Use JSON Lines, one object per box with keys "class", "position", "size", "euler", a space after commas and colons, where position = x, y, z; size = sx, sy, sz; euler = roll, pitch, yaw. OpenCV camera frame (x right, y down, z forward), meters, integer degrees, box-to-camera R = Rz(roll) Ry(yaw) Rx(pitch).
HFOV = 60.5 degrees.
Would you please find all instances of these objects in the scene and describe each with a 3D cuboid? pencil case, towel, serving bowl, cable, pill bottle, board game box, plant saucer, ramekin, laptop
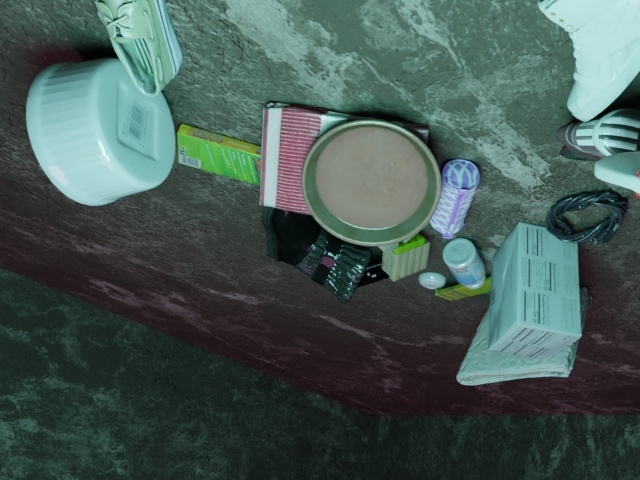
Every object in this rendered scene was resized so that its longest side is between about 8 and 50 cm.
{"class": "pencil case", "position": [0.289, -0.088, 1.198], "size": [0.086, 0.088, 0.206], "euler": [6, 151, 7]}
{"class": "towel", "position": [0.564, 0.264, 1.519], "size": [0.317, 0.332, 0.053], "euler": [-19, 110, 44]}
{"class": "serving bowl", "position": [0.336, 0.126, 1.649], "size": [0.083, 0.027, 0.083], "euler": [9, 153, 4]}
{"class": "towel", "position": [0.040, -0.148, 1.127], "size": [0.328, 0.037, 0.237], "euler": [10, 123, 5]}
{"class": "cable", "position": [0.580, -0.055, 1.200], "size": [0.150, 0.047, 0.184], "euler": [13, 151, 14]}
{"class": "pill bottle", "position": [0.386, 0.067, 1.451], "size": [0.087, 0.087, 0.160], "euler": [-5, 148, 29]}
{"class": "board game box", "position": [-0.198, -0.186, 1.263], "size": [0.259, 0.039, 0.124], "euler": [17, 153, -5]}
{"class": "plant saucer", "position": [0.100, -0.113, 1.092], "size": [0.277, 0.041, 0.278], "euler": [6, 123, 9]}
{"class": "ramekin", "position": [-0.399, -0.212, 1.049], "size": [0.135, 0.277, 0.277], "euler": [-7, 148, 19]}
{"class": "laptop", "position": [0.061, 0.066, 1.597], "size": [0.264, 0.137, 0.234], "euler": [-18, 165, 4]}
{"class": "towel", "position": [0.460, 0.135, 1.602], "size": [0.237, 0.021, 0.102], "euler": [-21, 151, 39]}

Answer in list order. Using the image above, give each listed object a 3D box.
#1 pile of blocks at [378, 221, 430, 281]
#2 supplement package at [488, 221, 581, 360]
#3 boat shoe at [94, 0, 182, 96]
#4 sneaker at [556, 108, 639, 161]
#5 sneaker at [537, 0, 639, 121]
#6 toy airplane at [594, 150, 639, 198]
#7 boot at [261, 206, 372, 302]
{"class": "pile of blocks", "position": [0.163, -0.057, 1.319], "size": [0.112, 0.149, 0.362], "euler": [46, 170, 45]}
{"class": "supplement package", "position": [0.511, 0.127, 1.325], "size": [0.145, 0.262, 0.204], "euler": [11, 153, 3]}
{"class": "boat shoe", "position": [-0.307, -0.365, 0.901], "size": [0.109, 0.094, 0.302], "euler": [5, 152, 13]}
{"class": "sneaker", "position": [0.530, -0.173, 0.960], "size": [0.281, 0.107, 0.162], "euler": [9, -175, -28]}
{"class": "sneaker", "position": [0.380, -0.297, 0.773], "size": [0.169, 0.108, 0.292], "euler": [24, 157, 7]}
{"class": "toy airplane", "position": [0.545, -0.146, 0.746], "size": [0.384, 0.272, 0.386], "euler": [24, 113, -25]}
{"class": "boot", "position": [0.002, -0.003, 1.333], "size": [0.260, 0.131, 0.348], "euler": [30, 155, 14]}
